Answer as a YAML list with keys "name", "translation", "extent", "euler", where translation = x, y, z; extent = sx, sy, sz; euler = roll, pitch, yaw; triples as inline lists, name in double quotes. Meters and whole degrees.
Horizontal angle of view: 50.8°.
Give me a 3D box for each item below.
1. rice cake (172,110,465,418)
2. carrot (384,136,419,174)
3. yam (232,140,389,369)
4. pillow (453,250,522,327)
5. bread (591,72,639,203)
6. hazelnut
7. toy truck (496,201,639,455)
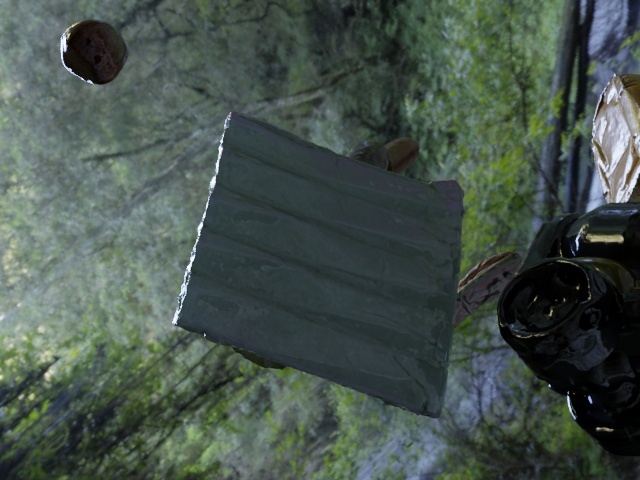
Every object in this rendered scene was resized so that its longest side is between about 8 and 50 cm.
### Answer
- name: "rice cake"
  translation: [0.006, 0.015, 0.488]
  extent: [0.197, 0.190, 0.037]
  euler: [13, 165, -8]
- name: "carrot"
  translation: [0.104, -0.117, 0.924]
  extent: [0.048, 0.048, 0.139]
  euler: [49, -143, 1]
- name: "yam"
  translation: [0.000, 0.000, 0.615]
  extent: [0.061, 0.061, 0.274]
  euler: [48, -134, -21]
- name: "pillow"
  translation: [0.233, 0.100, 1.093]
  extent: [0.043, 0.232, 0.126]
  euler: [56, -169, 31]
- name: "bread"
  translation: [0.621, -0.181, 1.252]
  extent: [0.288, 0.156, 0.204]
  euler: [-82, -5, -51]
- name: "hazelnut"
  translation: [-0.282, -0.237, 0.845]
  extent: [0.086, 0.086, 0.086]
  euler: [49, -177, -4]
- name: "toy truck"
  translation: [0.233, 0.036, 0.431]
  extent: [0.224, 0.165, 0.147]
  euler: [-13, 131, 46]
